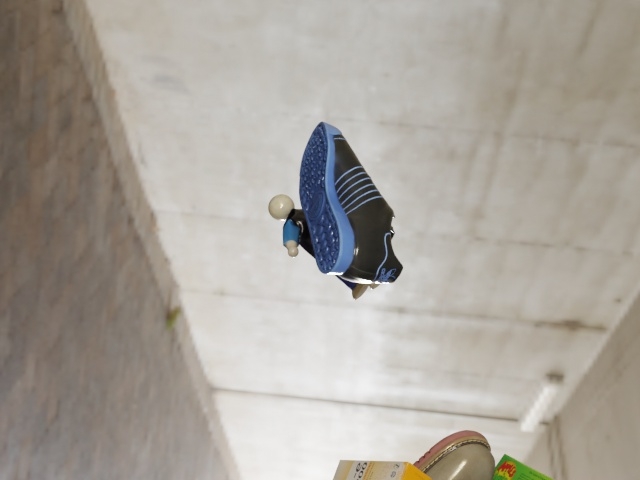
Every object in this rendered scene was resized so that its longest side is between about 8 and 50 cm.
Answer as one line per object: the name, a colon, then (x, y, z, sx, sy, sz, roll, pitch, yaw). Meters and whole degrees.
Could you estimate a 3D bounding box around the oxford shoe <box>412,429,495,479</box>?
oxford shoe: (0.109, 0.368, 1.241, 0.130, 0.123, 0.348, 36, -74, 50)

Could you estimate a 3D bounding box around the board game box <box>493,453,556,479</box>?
board game box: (0.285, 0.363, 1.619, 0.092, 0.043, 0.181, -53, -159, -9)

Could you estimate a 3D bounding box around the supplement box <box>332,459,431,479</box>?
supplement box: (0.050, 0.241, 1.112, 0.098, 0.036, 0.062, -12, -133, 49)

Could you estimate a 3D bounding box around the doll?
doll: (0.000, 0.000, 1.614, 0.129, 0.189, 0.046, -29, 153, -44)

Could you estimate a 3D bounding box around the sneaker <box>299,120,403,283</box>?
sneaker: (0.035, -0.041, 1.374, 0.081, 0.090, 0.232, -53, -148, 39)
